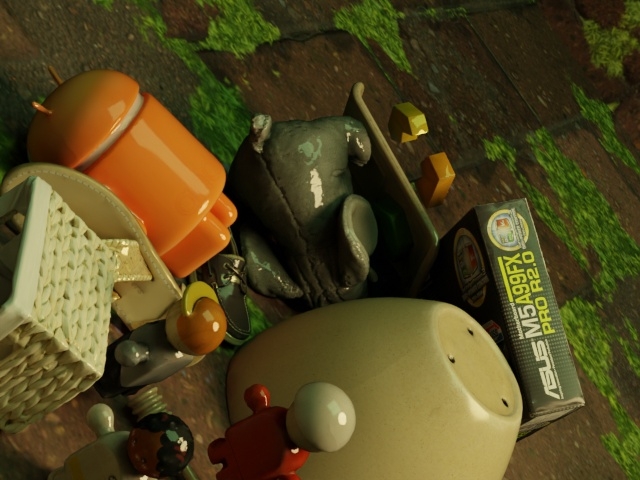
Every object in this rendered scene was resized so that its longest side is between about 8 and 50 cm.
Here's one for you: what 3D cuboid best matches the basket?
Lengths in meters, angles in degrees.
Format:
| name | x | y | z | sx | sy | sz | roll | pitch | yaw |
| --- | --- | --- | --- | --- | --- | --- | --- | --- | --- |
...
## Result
| name | x | y | z | sx | sy | sz | roll | pitch | yaw |
| --- | --- | --- | --- | --- | --- | --- | --- | --- | --- |
| basket | -0.231 | 0.052 | 1.341 | 0.103 | 0.113 | 0.167 | 45 | 25 | -28 |

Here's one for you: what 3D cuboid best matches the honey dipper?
| name | x | y | z | sx | sy | sz | roll | pitch | yaw |
| --- | --- | --- | --- | --- | --- | --- | --- | --- | --- |
| honey dipper | -0.110 | 0.198 | 1.464 | 0.160 | 0.030 | 0.030 | 59 | 24 | 5 |

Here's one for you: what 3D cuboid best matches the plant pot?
| name | x | y | z | sx | sy | sz | roll | pitch | yaw |
| --- | --- | --- | --- | --- | --- | --- | --- | --- | --- |
| plant pot | 0.077 | 0.164 | 1.648 | 0.284 | 0.191 | 0.284 | 41 | 28 | -27 |

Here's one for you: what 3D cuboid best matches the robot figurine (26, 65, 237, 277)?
| name | x | y | z | sx | sy | sz | roll | pitch | yaw |
| --- | --- | --- | --- | --- | --- | --- | --- | --- | --- |
| robot figurine | -0.175 | -0.067 | 1.582 | 0.219 | 0.128 | 0.158 | 45 | 65 | -19 |

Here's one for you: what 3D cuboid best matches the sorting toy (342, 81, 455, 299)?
| name | x | y | z | sx | sy | sz | roll | pitch | yaw |
| --- | --- | --- | --- | --- | --- | --- | --- | --- | --- |
| sorting toy | 0.062 | -0.049 | 1.866 | 0.041 | 0.307 | 0.229 | -15 | 65 | -18 |

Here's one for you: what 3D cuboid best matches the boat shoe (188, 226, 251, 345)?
| name | x | y | z | sx | sy | sz | roll | pitch | yaw |
| --- | --- | --- | --- | --- | --- | --- | --- | --- | --- |
| boat shoe | -0.097 | 0.029 | 1.685 | 0.056 | 0.049 | 0.152 | 18 | 41 | -52 |

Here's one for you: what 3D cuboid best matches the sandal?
| name | x | y | z | sx | sy | sz | roll | pitch | yaw |
| --- | --- | --- | --- | --- | --- | --- | --- | --- | --- |
| sandal | -0.179 | 0.034 | 1.485 | 0.240 | 0.088 | 0.079 | 48 | 18 | -25 |

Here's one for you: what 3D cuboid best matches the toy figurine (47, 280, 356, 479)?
| name | x | y | z | sx | sy | sz | roll | pitch | yaw |
| --- | --- | --- | --- | --- | --- | --- | --- | --- | --- |
| toy figurine | -0.086 | 0.164 | 1.364 | 0.209 | 0.148 | 0.213 | 44 | 38 | -21 |

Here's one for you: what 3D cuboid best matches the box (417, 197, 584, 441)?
| name | x | y | z | sx | sy | sz | roll | pitch | yaw |
| --- | --- | --- | --- | --- | --- | --- | --- | --- | --- |
| box | 0.170 | 0.099 | 1.799 | 0.060 | 0.270 | 0.216 | -11 | 77 | -17 |

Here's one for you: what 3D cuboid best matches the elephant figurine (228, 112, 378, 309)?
| name | x | y | z | sx | sy | sz | roll | pitch | yaw |
| --- | --- | --- | --- | --- | --- | --- | --- | --- | --- |
| elephant figurine | 0.000 | 0.000 | 1.798 | 0.186 | 0.169 | 0.239 | -8 | 77 | -31 |
